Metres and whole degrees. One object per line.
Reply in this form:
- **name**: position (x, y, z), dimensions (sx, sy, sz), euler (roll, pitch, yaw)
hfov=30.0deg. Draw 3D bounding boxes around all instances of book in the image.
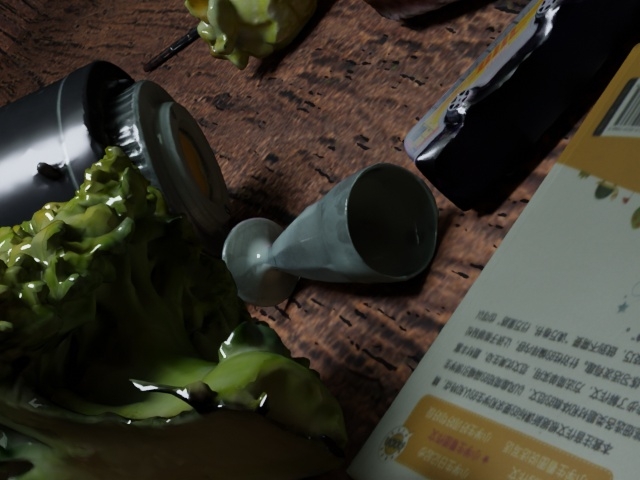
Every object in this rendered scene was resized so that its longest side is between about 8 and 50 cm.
- **book**: position (0.144, 0.017, 0.562), dimensions (0.295, 0.020, 0.208), euler (-54, 24, -10)

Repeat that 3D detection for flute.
- **flute**: position (-0.144, -0.268, 1.491), dimensions (0.269, 0.014, 0.014), euler (-24, 34, 44)

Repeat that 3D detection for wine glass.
- **wine glass**: position (0.000, 0.000, 0.772), dimensions (0.155, 0.073, 0.073), euler (-14, 42, 52)

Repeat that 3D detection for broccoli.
- **broccoli**: position (-0.081, 0.052, 0.628), dimensions (0.273, 0.242, 0.180), euler (-24, 36, 40)

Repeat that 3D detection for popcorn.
- **popcorn**: position (-0.069, -0.255, 1.194), dimensions (0.135, 0.141, 0.162), euler (-33, -11, 38)

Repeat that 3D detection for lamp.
- **lamp**: position (-0.212, -0.011, 0.923), dimensions (0.272, 0.205, 0.374), euler (-23, 1, 31)

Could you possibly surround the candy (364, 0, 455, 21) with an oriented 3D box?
- **candy**: position (0.108, -0.296, 0.917), dimensions (0.289, 0.157, 0.214), euler (-32, 39, 39)

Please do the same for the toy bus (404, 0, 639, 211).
- **toy bus**: position (0.124, -0.098, 0.726), dimensions (0.172, 0.057, 0.072), euler (-47, 18, 4)
